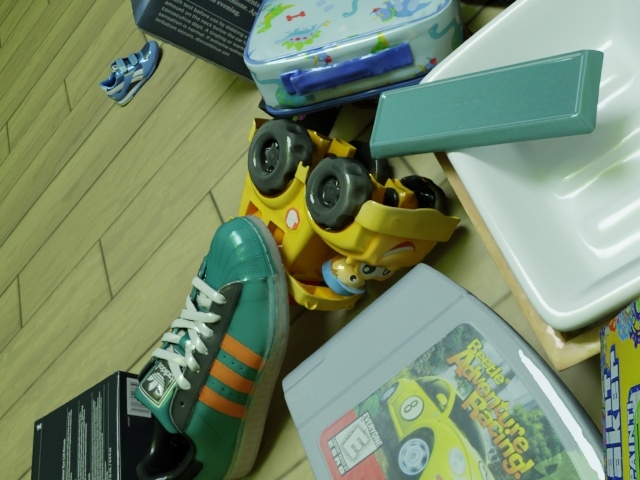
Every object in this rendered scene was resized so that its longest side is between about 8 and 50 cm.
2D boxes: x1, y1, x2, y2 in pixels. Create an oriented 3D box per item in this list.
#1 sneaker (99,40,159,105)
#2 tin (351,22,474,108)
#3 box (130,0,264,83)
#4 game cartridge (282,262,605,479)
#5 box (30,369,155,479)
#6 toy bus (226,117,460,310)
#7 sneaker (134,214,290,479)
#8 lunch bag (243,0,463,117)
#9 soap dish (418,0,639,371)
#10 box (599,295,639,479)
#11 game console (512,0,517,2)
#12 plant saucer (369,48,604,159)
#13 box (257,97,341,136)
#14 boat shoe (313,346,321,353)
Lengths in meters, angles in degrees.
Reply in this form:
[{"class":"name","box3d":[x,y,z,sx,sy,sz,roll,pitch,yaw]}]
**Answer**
[{"class":"sneaker","box3d":[-0.361,-0.325,1.124,0.144,0.059,0.053,-48,45,13]},{"class":"tin","box3d":[0.094,-0.210,0.694,0.190,0.040,0.106,10,74,43]},{"class":"box","box3d":[-0.090,-0.477,0.807,0.395,0.212,0.293,-47,46,28]},{"class":"game cartridge","box3d":[0.093,0.159,0.424,0.196,0.060,0.294,-40,46,10]},{"class":"box","box3d":[-0.258,0.318,0.710,0.184,0.103,0.261,-30,54,24]},{"class":"toy bus","box3d":[0.000,0.000,0.616,0.220,0.149,0.211,38,111,42]},{"class":"sneaker","box3d":[-0.115,0.123,0.590,0.108,0.121,0.302,27,113,47]},{"class":"lunch bag","box3d":[0.035,-0.216,0.616,0.219,0.090,0.176,-11,45,17]},{"class":"soap dish","box3d":[0.222,-0.074,0.461,0.229,0.118,0.291,-37,51,23]},{"class":"box","box3d":[0.267,0.093,0.167,0.290,0.279,0.177,2,70,12]},{"class":"game console","box3d":[0.223,-0.403,0.584,0.173,0.250,0.293,32,94,18]},{"class":"plant saucer","box3d":[0.120,-0.106,0.472,0.192,0.018,0.067,0,71,41]},{"class":"box","box3d":[-0.024,-0.171,0.742,0.052,0.083,0.062,23,86,43]},{"class":"boat shoe","box3d":[0.042,0.151,0.552,0.178,0.064,0.060,20,86,47]}]
